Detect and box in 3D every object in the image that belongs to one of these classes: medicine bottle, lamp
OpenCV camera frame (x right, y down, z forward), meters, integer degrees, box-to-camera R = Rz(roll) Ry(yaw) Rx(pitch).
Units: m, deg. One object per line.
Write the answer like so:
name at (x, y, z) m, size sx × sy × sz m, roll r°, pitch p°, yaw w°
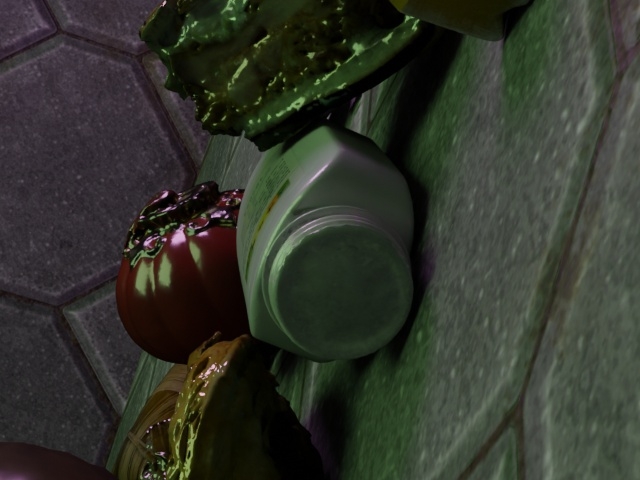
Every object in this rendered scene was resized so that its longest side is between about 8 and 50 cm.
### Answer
medicine bottle at (0.000, 0.000, 1.141) m, size 0.179 × 0.124 × 0.324 m, roll -64°, pitch 11°, yaw 10°
lamp at (-0.115, 0.034, 1.419) m, size 0.227 × 0.227 × 0.227 m, roll -162°, pitch 90°, yaw -79°

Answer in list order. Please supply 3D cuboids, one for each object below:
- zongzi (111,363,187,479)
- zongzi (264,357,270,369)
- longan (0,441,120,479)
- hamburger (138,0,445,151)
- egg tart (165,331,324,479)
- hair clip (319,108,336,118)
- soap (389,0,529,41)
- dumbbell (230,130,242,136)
zongzi at (-0.146, 0.214, 1.562) m, size 0.286 × 0.134 × 0.288 m, roll -35°, pitch 31°, yaw 63°
zongzi at (-0.084, 0.133, 1.548) m, size 0.073 × 0.067 × 0.083 m, roll -125°, pitch 36°, yaw -68°
longan at (-0.304, 0.401, 1.293) m, size 0.404 × 0.436 × 0.404 m, roll -46°, pitch -23°, yaw -26°
hamburger at (-0.021, -0.209, 1.223) m, size 0.288 × 0.168 × 0.192 m, roll -28°, pitch 17°, yaw 21°
egg tart at (-0.065, 0.227, 1.138) m, size 0.297 × 0.132 × 0.297 m, roll 8°, pitch -90°, yaw -89°
hair clip at (0.000, -0.154, 1.581) m, size 0.187 × 0.056 × 0.146 m, roll 125°, pitch 167°, yaw -66°
soap at (0.102, -0.279, 1.020) m, size 0.073 × 0.140 × 0.232 m, roll 119°, pitch 165°, yaw -59°
dumbbell at (-0.059, -0.333, 1.832) m, size 0.179 × 0.179 × 0.406 m, roll -98°, pitch 28°, yaw -67°
